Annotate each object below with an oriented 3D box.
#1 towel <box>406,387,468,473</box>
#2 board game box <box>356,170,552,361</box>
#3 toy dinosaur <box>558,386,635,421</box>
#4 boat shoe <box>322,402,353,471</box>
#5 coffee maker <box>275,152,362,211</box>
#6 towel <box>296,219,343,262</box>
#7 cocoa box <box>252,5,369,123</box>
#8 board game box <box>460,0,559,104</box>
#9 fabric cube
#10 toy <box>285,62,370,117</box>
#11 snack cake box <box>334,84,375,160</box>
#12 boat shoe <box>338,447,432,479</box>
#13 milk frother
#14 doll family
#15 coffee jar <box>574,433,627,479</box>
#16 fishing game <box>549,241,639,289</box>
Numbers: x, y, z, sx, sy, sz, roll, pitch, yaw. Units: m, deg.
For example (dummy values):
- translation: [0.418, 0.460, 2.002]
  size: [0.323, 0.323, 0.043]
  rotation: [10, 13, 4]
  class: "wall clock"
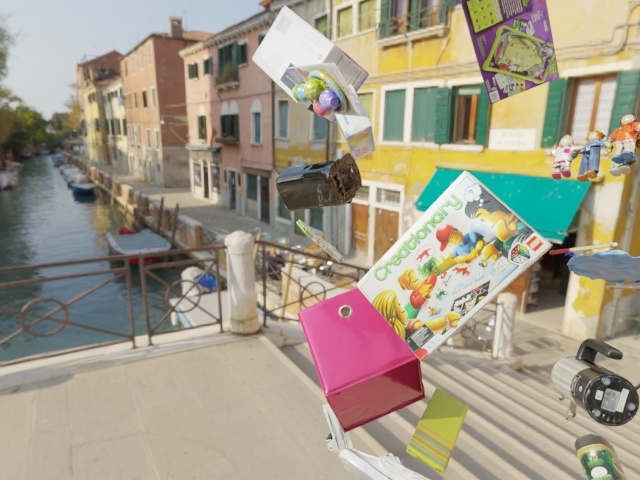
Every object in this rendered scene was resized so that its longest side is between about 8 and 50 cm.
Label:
- translation: [0.313, 0.495, 1.134]
  size: [0.102, 0.021, 0.237]
  rotation: [29, 35, 20]
  class: "towel"
- translation: [0.232, 0.050, 0.795]
  size: [0.193, 0.305, 0.053]
  rotation: [49, 21, 23]
  class: "board game box"
- translation: [0.657, 0.371, 1.055]
  size: [0.093, 0.183, 0.053]
  rotation: [36, 29, -6]
  class: "toy dinosaur"
- translation: [0.054, 0.608, 1.334]
  size: [0.081, 0.227, 0.079]
  rotation: [-12, 2, -1]
  class: "boat shoe"
- translation: [-0.019, -0.135, 1.033]
  size: [0.178, 0.120, 0.171]
  rotation: [-4, 8, 40]
  class: "coffee maker"
- translation: [0.000, 0.000, 1.250]
  size: [0.152, 0.023, 0.113]
  rotation: [41, 2, -24]
  class: "towel"
- translation: [-0.040, -0.643, 1.590]
  size: [0.228, 0.231, 0.347]
  rotation: [12, 32, -51]
  class: "cocoa box"
- translation: [0.555, -0.592, 1.252]
  size: [0.208, 0.347, 0.056]
  rotation: [-14, 39, 26]
  class: "board game box"
- translation: [0.111, 0.316, 1.177]
  size: [0.254, 0.259, 0.258]
  rotation: [-21, 46, -3]
  class: "fabric cube"
- translation: [-0.003, -0.321, 0.959]
  size: [0.056, 0.137, 0.237]
  rotation: [-46, 33, -4]
  class: "toy"
- translation: [0.110, -0.385, 1.436]
  size: [0.089, 0.152, 0.264]
  rotation: [-26, -9, 7]
  class: "snack cake box"
- translation: [0.169, 0.557, 1.022]
  size: [0.258, 0.095, 0.084]
  rotation: [23, 51, 23]
  class: "boat shoe"
- translation: [0.509, 0.256, 0.745]
  size: [0.143, 0.129, 0.135]
  rotation: [34, 3, 7]
  class: "milk frother"
- translation: [0.777, -0.248, 1.186]
  size: [0.118, 0.163, 0.263]
  rotation: [30, -20, -22]
  class: "doll family"
- translation: [0.675, 0.562, 1.015]
  size: [0.096, 0.079, 0.184]
  rotation: [40, 33, -18]
  class: "coffee jar"
- translation: [0.637, 0.053, 0.921]
  size: [0.264, 0.041, 0.189]
  rotation: [23, -18, -24]
  class: "fishing game"
